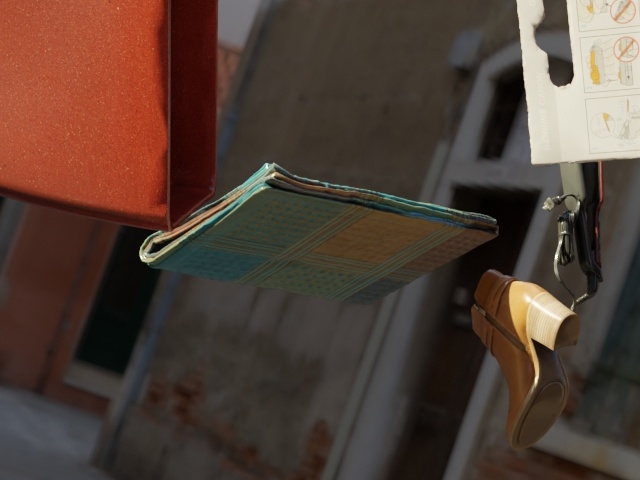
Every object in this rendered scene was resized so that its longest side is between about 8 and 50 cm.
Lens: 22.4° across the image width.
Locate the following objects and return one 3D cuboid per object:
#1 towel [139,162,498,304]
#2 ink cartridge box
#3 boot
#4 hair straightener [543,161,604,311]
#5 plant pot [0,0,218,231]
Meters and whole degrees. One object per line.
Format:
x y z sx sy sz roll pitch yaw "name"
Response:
0.000 0.000 1.977 0.370 0.040 0.271 11 -28 -38 "towel"
0.246 -0.145 1.065 0.225 0.181 0.056 -3 9 25 "ink cartridge box"
0.236 0.143 1.988 0.073 0.197 0.152 5 18 -41 "boot"
0.308 -0.027 2.008 0.089 0.230 0.047 8 -12 -26 "hair straightener"
-0.227 -0.161 1.457 0.236 0.267 0.267 2 9 4 "plant pot"
